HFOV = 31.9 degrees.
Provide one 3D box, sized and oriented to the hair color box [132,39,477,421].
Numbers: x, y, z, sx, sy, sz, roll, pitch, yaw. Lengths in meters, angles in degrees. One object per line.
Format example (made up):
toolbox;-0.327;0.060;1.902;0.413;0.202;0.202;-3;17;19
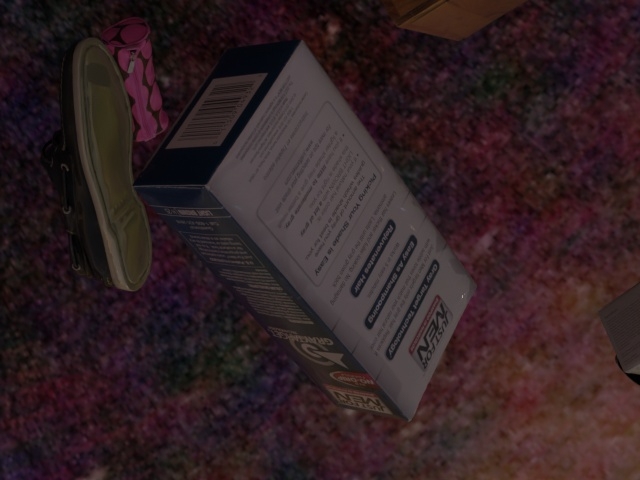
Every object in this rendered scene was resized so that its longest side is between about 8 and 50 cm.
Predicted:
hair color box;0.000;0.000;1.044;0.347;0.105;0.174;51;57;-35

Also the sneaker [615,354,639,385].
sneaker;0.502;0.171;1.505;0.118;0.222;0.083;-53;155;-59

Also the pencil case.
pencil case;-0.310;-0.264;1.884;0.095;0.098;0.209;-25;135;-17

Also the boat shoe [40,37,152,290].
boat shoe;-0.304;-0.094;1.445;0.127;0.113;0.340;-58;146;-52

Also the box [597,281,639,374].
box;0.401;0.100;1.301;0.101;0.087;0.102;14;137;-38

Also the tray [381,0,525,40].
tray;0.230;-0.374;1.613;0.202;0.076;0.411;-29;178;19
